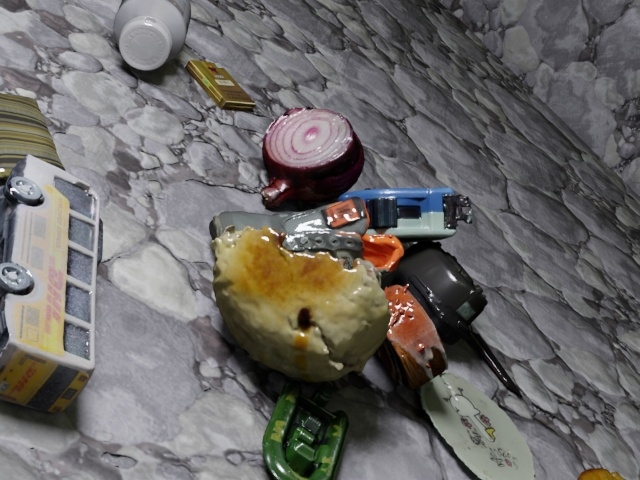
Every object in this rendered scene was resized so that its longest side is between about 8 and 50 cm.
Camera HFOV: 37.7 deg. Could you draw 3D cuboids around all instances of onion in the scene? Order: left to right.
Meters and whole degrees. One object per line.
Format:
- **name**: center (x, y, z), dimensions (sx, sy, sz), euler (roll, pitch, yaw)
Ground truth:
- **onion**: center (-0.029, -0.125, 1.675), dimensions (0.195, 0.140, 0.218), euler (23, 64, 25)

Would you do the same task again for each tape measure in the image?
- **tape measure**: center (0.135, -0.039, 1.714), dimensions (0.215, 0.098, 0.351), euler (-1, -5, -3)

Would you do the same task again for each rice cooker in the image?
- **rice cooker**: center (0.199, 0.086, 1.598), dimensions (0.142, 0.118, 0.203), euler (40, 12, -42)

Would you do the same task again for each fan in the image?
- **fan**: center (0.205, 0.234, 1.503), dimensions (0.233, 0.012, 0.415), euler (14, 34, -48)

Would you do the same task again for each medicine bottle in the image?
- **medicine bottle**: center (-0.317, -0.403, 1.759), dimensions (0.135, 0.135, 0.215), euler (27, 28, -18)

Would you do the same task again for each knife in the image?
- **knife**: center (0.287, 0.186, 1.670), dimensions (0.230, 0.028, 0.060), euler (54, 19, 26)

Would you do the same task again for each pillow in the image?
- **pillow**: center (-0.432, -0.147, 1.331), dimensions (0.113, 0.038, 0.203), euler (7, 38, -39)

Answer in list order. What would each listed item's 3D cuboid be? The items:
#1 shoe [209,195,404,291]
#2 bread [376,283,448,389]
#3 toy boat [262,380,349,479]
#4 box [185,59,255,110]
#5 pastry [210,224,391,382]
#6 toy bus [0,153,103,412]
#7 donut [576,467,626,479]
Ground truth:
- **shoe**: center (0.000, 0.000, 1.458), dimensions (0.336, 0.171, 0.132), euler (19, 32, -31)
- **bread**: center (0.124, 0.143, 1.395), dimensions (0.161, 0.073, 0.160), euler (61, -9, 16)
- **toy boat**: center (-0.020, 0.251, 1.172), dimensions (0.104, 0.052, 0.210), euler (37, 26, -5)
- **box**: center (-0.200, -0.309, 1.873), dimensions (0.133, 0.023, 0.090), euler (49, 28, 23)
- **pastry**: center (-0.038, 0.099, 1.262), dimensions (0.255, 0.170, 0.237), euler (25, -18, 13)
- **toy bus**: center (-0.328, 0.037, 1.096), dimensions (0.138, 0.097, 0.343), euler (24, 30, -27)
- **donut**: center (0.439, 0.429, 1.420), dimensions (0.178, 0.065, 0.162), euler (16, 38, -36)
